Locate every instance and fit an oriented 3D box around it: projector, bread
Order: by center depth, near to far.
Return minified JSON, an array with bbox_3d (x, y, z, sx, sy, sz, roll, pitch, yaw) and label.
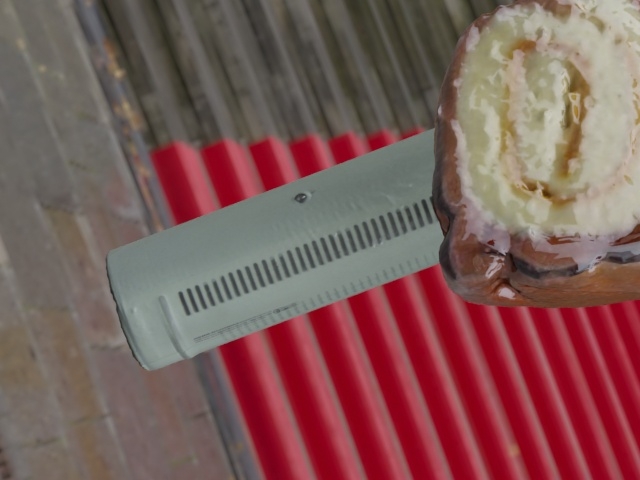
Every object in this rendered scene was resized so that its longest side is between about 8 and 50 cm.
[{"bbox_3d":[0.170,-0.067,1.012,0.123,0.190,0.244,81,12,-67],"label":"bread"},{"bbox_3d":[0.000,0.000,1.228,0.108,0.337,0.108,-21,90,-87],"label":"projector"}]
